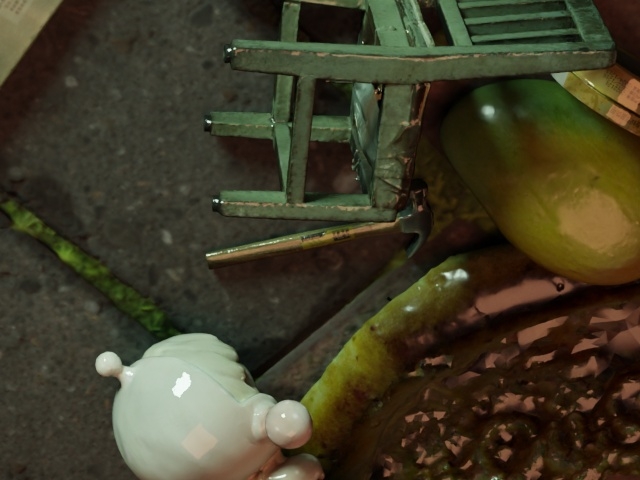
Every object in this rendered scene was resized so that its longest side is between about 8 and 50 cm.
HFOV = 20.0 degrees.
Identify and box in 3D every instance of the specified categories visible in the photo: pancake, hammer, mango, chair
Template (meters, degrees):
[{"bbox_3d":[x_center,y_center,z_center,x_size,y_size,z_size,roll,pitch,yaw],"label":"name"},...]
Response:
[{"bbox_3d":[0.151,0.138,1.492,0.427,0.067,0.305,-19,122,4],"label":"pancake"},{"bbox_3d":[0.000,0.000,1.418,0.182,0.017,0.062,-13,122,3],"label":"hammer"},{"bbox_3d":[0.178,-0.047,1.353,0.195,0.092,0.130,27,100,1],"label":"mango"},{"bbox_3d":[0.056,-0.103,1.290,0.270,0.136,0.147,0,123,-9],"label":"chair"}]

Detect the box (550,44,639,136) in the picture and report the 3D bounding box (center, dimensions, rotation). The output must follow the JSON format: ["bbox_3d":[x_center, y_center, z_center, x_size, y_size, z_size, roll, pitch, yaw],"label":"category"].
[{"bbox_3d":[0.218,-0.113,1.321,0.105,0.105,0.037,26,108,-21],"label":"box"}]

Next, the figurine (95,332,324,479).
[{"bbox_3d":[-0.080,0.179,1.434,0.144,0.182,0.256,-38,91,-13],"label":"figurine"}]

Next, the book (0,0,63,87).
[{"bbox_3d":[-0.310,-0.216,1.241,0.283,0.025,0.215,32,112,-24],"label":"book"}]
